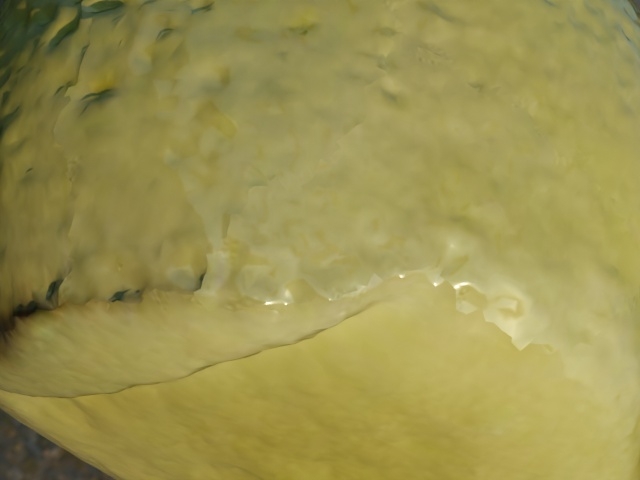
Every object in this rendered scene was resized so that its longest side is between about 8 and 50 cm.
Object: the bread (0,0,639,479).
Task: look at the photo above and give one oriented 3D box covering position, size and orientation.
[{"bbox_3d":[0.005,-0.010,0.721,0.320,0.320,0.237,34,69,-26],"label":"bread"}]
